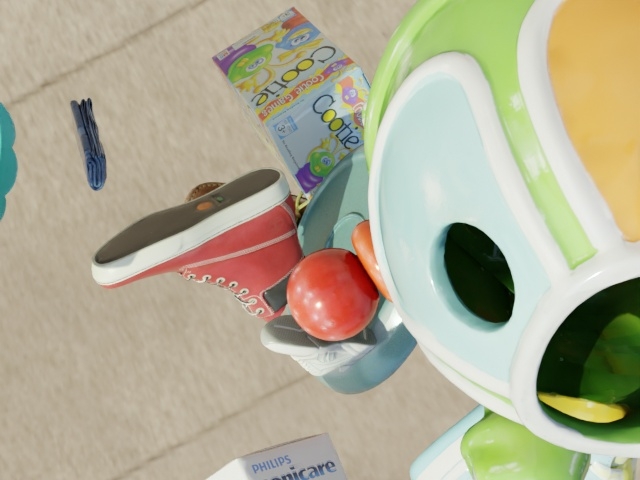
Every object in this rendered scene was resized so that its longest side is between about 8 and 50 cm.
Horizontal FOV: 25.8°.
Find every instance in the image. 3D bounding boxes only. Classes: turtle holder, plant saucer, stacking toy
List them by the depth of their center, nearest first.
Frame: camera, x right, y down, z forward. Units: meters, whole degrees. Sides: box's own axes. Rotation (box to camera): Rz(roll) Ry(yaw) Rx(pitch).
[{"bbox_3d":[0.124,-0.002,0.714,0.243,0.227,0.320,27,127,-26],"label":"turtle holder"},{"bbox_3d":[0.116,-0.011,1.330,0.330,0.141,0.141,-34,123,7],"label":"stacking toy"},{"bbox_3d":[0.042,0.021,1.646,0.044,0.317,0.317,16,112,-29],"label":"plant saucer"}]

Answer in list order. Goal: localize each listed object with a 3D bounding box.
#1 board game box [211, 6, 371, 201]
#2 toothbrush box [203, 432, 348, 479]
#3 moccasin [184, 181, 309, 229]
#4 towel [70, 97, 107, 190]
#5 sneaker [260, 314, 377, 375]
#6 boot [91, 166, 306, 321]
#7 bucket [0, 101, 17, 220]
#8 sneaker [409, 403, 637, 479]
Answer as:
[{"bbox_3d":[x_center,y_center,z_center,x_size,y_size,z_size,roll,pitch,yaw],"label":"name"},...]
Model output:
[{"bbox_3d":[-0.023,-0.183,1.872,0.142,0.275,0.144,-32,121,-3],"label":"board game box"},{"bbox_3d":[-0.039,0.365,1.331,0.126,0.295,0.216,-9,157,-45],"label":"toothbrush box"},{"bbox_3d":[-0.001,0.003,1.874,0.380,0.139,0.147,22,150,4],"label":"moccasin"},{"bbox_3d":[-0.299,-0.125,1.815,0.029,0.119,0.067,-11,140,-14],"label":"towel"},{"bbox_3d":[-0.007,0.118,1.499,0.152,0.053,0.061,9,125,-42],"label":"sneaker"},{"bbox_3d":[-0.128,0.042,1.597,0.244,0.088,0.176,-23,119,-15],"label":"boot"},{"bbox_3d":[-0.513,-0.103,1.670,0.281,0.183,0.281,-6,102,-29],"label":"bucket"},{"bbox_3d":[0.231,0.184,1.113,0.127,0.208,0.319,-17,157,-45],"label":"sneaker"}]
